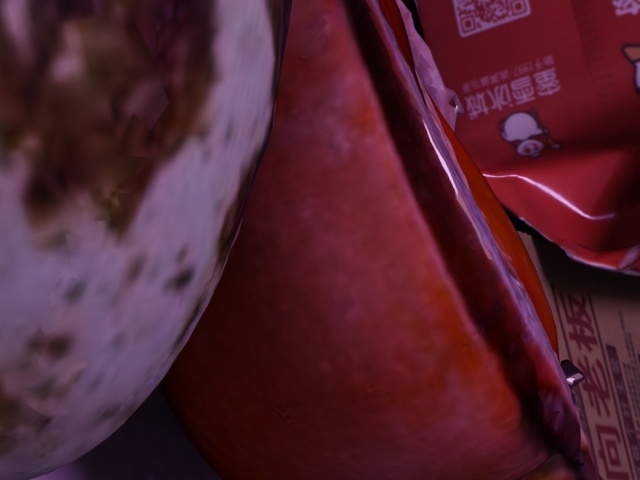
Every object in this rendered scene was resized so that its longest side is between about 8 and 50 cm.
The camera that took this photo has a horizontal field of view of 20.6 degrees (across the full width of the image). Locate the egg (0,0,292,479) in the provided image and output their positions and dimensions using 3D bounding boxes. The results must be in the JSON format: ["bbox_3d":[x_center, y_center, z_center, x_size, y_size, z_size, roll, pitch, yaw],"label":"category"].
[{"bbox_3d":[-0.086,-0.061,0.378,0.169,0.169,0.231,-11,94,-59],"label":"egg"}]

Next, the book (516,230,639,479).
[{"bbox_3d":[0.142,0.087,0.770,0.231,0.026,0.161,15,59,-53],"label":"book"}]

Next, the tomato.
[{"bbox_3d":[0.000,0.000,0.516,0.228,0.112,0.199,56,13,-61],"label":"tomato"}]

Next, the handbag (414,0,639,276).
[{"bbox_3d":[0.135,-0.122,0.779,0.171,0.151,0.298,0,74,-63],"label":"handbag"}]
